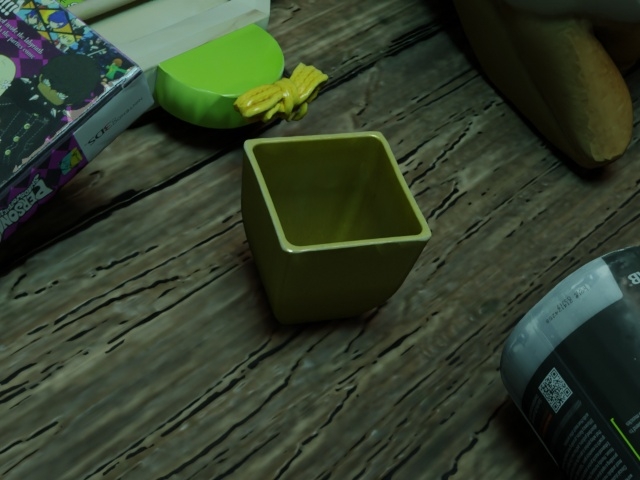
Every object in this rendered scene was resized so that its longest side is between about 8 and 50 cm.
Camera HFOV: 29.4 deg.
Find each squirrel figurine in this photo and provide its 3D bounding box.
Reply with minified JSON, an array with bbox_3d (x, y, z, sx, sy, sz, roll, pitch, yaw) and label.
[{"bbox_3d":[0.246,-0.294,0.852,0.370,0.281,0.397,-25,46,-18],"label":"squirrel figurine"}]

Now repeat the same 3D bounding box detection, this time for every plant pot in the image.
[{"bbox_3d":[0.000,0.000,0.659,0.081,0.083,0.081,-5,50,-20],"label":"plant pot"}]

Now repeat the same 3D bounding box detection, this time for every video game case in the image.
[{"bbox_3d":[-0.241,-0.075,0.640,0.232,0.042,0.210,38,74,21],"label":"video game case"}]

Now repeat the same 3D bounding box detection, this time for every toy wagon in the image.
[{"bbox_3d":[-0.140,-0.164,0.790,0.344,0.068,0.267,41,50,22],"label":"toy wagon"}]

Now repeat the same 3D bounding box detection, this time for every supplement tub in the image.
[{"bbox_3d":[0.181,0.104,0.587,0.117,0.117,0.190,-13,52,-26],"label":"supplement tub"}]
